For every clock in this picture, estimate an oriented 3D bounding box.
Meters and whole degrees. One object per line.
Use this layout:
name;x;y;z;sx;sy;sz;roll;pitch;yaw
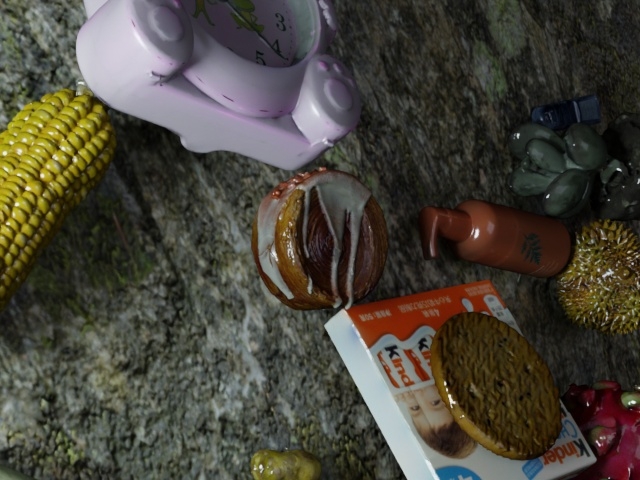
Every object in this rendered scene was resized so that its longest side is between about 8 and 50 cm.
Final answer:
clock;-0.111;-0.243;1.347;0.295;0.113;0.322;18;51;-39

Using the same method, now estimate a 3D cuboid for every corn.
corn;-0.286;-0.013;1.182;0.102;0.102;0.313;50;52;-25

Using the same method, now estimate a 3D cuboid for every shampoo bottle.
shampoo bottle;0.213;-0.006;1.688;0.244;0.085;0.085;9;74;-43

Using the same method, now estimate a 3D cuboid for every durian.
durian;0.380;0.050;1.789;0.137;0.168;0.158;-7;81;-13

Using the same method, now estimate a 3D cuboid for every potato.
potato;-0.037;0.242;1.407;0.092;0.045;0.046;10;111;-46

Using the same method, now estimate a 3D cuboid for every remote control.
remote control;0.350;-0.178;1.903;0.152;0.027;0.043;-15;87;-47

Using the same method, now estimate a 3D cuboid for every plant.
plant;0.377;-0.099;1.835;0.274;0.149;0.146;-2;39;-29

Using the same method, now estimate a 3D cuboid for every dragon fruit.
dragon fruit;0.390;0.277;1.721;0.218;0.198;0.273;-46;150;3

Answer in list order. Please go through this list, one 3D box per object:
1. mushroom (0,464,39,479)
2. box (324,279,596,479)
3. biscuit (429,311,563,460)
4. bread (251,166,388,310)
mushroom;-0.317;0.225;1.108;0.333;0.087;0.107;27;63;-35
box;0.166;0.178;1.551;0.273;0.048;0.265;-9;63;-46
biscuit;0.199;0.166;1.531;0.188;0.027;0.188;24;45;-26
bread;0.000;0.000;1.481;0.160;0.073;0.160;10;74;-39
